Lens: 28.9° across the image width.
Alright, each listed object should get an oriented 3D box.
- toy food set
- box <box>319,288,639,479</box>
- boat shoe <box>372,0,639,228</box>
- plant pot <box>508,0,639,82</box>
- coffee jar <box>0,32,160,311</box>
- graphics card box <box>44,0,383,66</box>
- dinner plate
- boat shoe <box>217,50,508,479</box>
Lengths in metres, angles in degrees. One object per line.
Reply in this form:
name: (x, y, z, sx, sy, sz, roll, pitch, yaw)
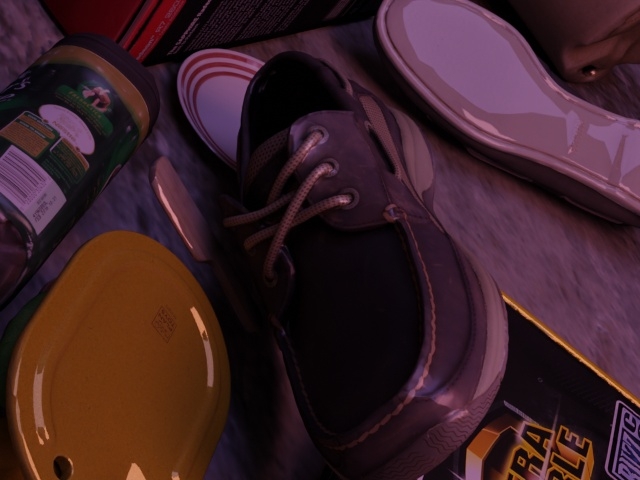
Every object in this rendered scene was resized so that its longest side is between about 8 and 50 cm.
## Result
toy food set: (-0.112, 0.068, 0.638, 0.128, 0.071, 0.218, 56, 32, -22)
box: (0.122, 0.186, 0.717, 0.257, 0.079, 0.322, 40, 35, -5)
boat shoe: (0.178, -0.100, 1.084, 0.335, 0.095, 0.112, 29, 72, -11)
plant pot: (0.279, -0.344, 1.263, 0.334, 0.334, 0.305, -11, 71, -49)
coffee jar: (-0.158, -0.040, 0.674, 0.079, 0.096, 0.184, 41, 34, -10)
graphics card box: (-0.012, -0.256, 0.927, 0.094, 0.233, 0.371, 50, 36, 12)
dinner plate: (-0.044, -0.082, 0.897, 0.141, 0.017, 0.141, 25, 38, -21)
boat shoe: (0.000, 0.000, 0.702, 0.130, 0.132, 0.355, 40, 16, -24)
